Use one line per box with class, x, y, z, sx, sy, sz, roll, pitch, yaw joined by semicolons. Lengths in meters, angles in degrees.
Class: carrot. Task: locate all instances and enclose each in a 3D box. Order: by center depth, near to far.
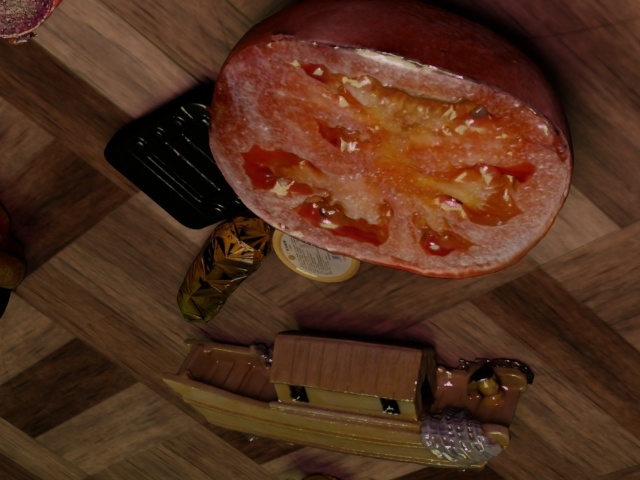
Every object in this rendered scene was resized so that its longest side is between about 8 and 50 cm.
carrot;-0.114;0.035;1.467;0.069;0.069;0.228;29;148;-8

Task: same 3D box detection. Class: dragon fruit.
dragon fruit;-0.299;-0.252;1.232;0.112;0.068;0.126;14;131;-16

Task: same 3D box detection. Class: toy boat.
toy boat;0.022;0.181;1.535;0.446;0.136;0.162;4;133;24

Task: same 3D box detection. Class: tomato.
tomato;0.068;-0.109;1.154;0.338;0.143;0.338;14;146;10

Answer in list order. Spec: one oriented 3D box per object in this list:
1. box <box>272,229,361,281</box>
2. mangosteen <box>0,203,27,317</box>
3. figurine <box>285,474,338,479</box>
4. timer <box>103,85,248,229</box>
box;0.000;0.000;1.402;0.106;0.037;0.105;13;141;11
mangosteen;-0.458;0.036;1.557;0.210;0.210;0.210;14;141;11
figurine;0.007;0.362;1.792;0.156;0.095;0.115;28;111;-22
timer;-0.126;-0.087;1.352;0.144;0.055;0.187;43;142;-24
